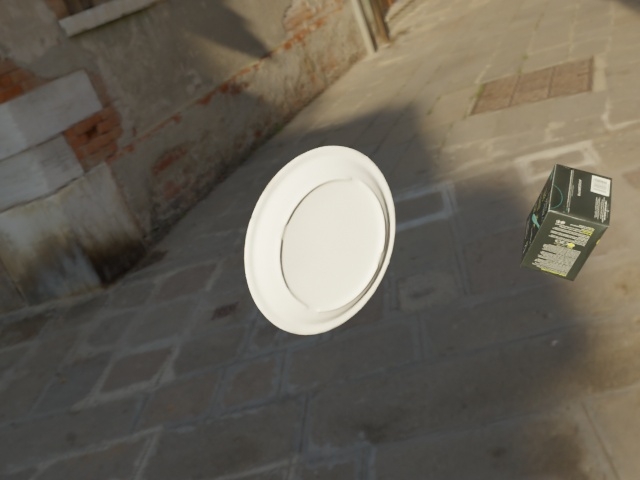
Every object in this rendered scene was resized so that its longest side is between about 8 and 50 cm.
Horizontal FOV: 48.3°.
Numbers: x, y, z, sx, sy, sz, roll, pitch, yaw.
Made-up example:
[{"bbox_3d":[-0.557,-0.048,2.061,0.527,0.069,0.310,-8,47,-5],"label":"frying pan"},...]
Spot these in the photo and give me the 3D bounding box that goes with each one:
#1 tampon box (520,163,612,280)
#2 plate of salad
[{"bbox_3d":[0.429,-0.030,1.254,0.101,0.161,0.120,16,54,6],"label":"tampon box"},{"bbox_3d":[0.000,0.000,0.745,0.200,0.200,0.048,-34,32,-29],"label":"plate of salad"}]
